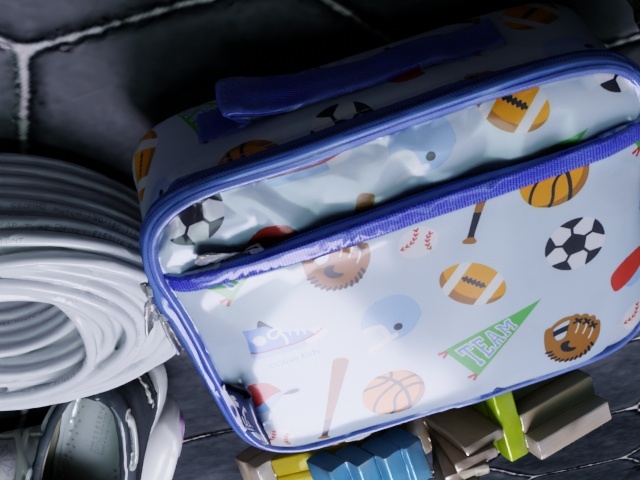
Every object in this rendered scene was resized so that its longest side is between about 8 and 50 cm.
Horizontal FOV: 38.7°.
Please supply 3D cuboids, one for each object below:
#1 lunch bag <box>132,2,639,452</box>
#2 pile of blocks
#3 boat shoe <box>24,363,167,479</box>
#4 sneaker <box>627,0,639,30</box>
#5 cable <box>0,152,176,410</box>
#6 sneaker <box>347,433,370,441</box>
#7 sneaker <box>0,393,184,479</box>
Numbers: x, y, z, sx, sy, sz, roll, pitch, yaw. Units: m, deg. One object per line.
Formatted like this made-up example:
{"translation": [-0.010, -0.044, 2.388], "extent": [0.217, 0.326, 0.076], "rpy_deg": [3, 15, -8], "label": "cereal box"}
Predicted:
{"translation": [0.043, -0.002, 0.540], "extent": [0.303, 0.115, 0.243], "rpy_deg": [-19, 130, -1], "label": "lunch bag"}
{"translation": [0.081, 0.161, 0.867], "extent": [0.362, 0.149, 0.112], "rpy_deg": [-17, 108, 7], "label": "pile of blocks"}
{"translation": [-0.214, 0.231, 0.803], "extent": [0.114, 0.091, 0.302], "rpy_deg": [14, 111, 5], "label": "boat shoe"}
{"translation": [0.266, -0.138, 0.424], "extent": [0.227, 0.130, 0.087], "rpy_deg": [-25, 149, 20], "label": "sneaker"}
{"translation": [-0.220, 0.040, 0.618], "extent": [0.257, 0.089, 0.257], "rpy_deg": [15, 141, -37], "label": "cable"}
{"translation": [-0.013, 0.103, 0.775], "extent": [0.215, 0.083, 0.084], "rpy_deg": [30, 97, -34], "label": "sneaker"}
{"translation": [-0.257, 0.232, 0.905], "extent": [0.305, 0.114, 0.152], "rpy_deg": [-32, 144, 33], "label": "sneaker"}
